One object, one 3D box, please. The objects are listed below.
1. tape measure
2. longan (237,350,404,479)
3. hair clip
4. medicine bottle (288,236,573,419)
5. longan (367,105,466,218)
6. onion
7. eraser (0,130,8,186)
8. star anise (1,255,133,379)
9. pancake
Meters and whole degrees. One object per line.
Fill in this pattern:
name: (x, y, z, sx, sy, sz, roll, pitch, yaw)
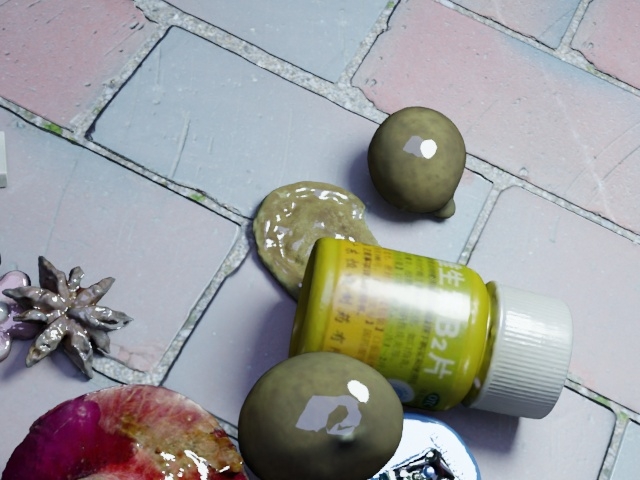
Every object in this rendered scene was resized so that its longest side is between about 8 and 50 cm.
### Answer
tape measure: (0.148, 0.404, 1.523, 0.215, 0.098, 0.351, -23, 68, -23)
longan: (-0.001, 0.241, 1.441, 0.220, 0.196, 0.196, -16, 62, -3)
hair clip: (-0.515, 0.059, 1.617, 0.146, 0.075, 0.257, -28, 72, -31)
medicine bottle: (0.157, 0.138, 1.613, 0.385, 0.224, 0.224, 13, 57, -6)
longan: (0.170, -0.125, 1.827, 0.185, 0.159, 0.204, -45, 112, -40)
onion: (-0.244, 0.335, 1.313, 0.348, 0.385, 0.347, 0, 72, 0)
eraser: (-0.605, -0.124, 1.722, 0.213, 0.046, 0.091, -5, 59, -14)
star anise: (-0.375, 0.107, 1.598, 0.182, 0.065, 0.195, 35, 57, -9)
pancake: (0.000, 0.000, 1.775, 0.223, 0.042, 0.236, 5, 59, -13)
